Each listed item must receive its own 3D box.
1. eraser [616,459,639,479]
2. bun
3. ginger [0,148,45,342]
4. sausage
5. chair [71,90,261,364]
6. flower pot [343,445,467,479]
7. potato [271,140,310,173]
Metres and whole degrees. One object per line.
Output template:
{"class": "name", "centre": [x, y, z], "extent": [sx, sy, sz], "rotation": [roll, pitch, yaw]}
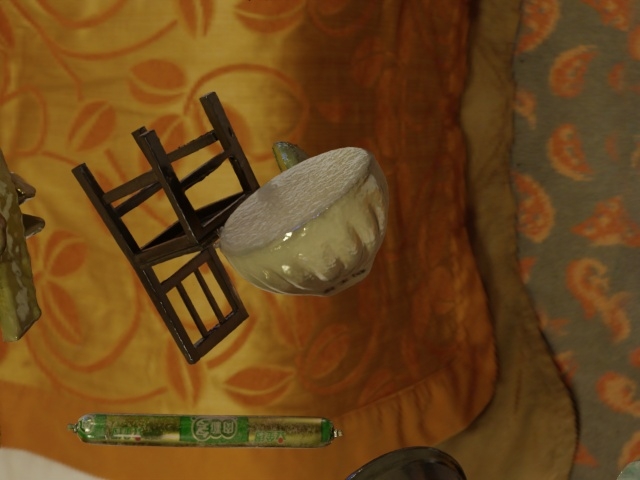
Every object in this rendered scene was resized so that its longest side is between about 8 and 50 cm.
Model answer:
{"class": "eraser", "centre": [0.405, 0.370, 1.298], "extent": [0.081, 0.227, 0.174], "rotation": [-3, 71, 19]}
{"class": "bun", "centre": [0.000, 0.000, 1.531], "extent": [0.263, 0.263, 0.175], "rotation": [-20, 115, 31]}
{"class": "ginger", "centre": [-0.500, 0.023, 1.444], "extent": [0.358, 0.211, 0.413], "rotation": [-61, 24, 3]}
{"class": "sausage", "centre": [-0.111, 0.186, 1.039], "extent": [0.269, 0.033, 0.032], "rotation": [2, 98, -6]}
{"class": "chair", "centre": [-0.210, -0.012, 1.871], "extent": [0.241, 0.203, 0.416], "rotation": [-18, 107, 42]}
{"class": "flower pot", "centre": [0.112, 0.370, 1.209], "extent": [0.148, 0.235, 0.235], "rotation": [38, 116, 54]}
{"class": "potato", "centre": [-0.033, -0.115, 1.736], "extent": [0.054, 0.198, 0.119], "rotation": [-24, 88, -4]}
